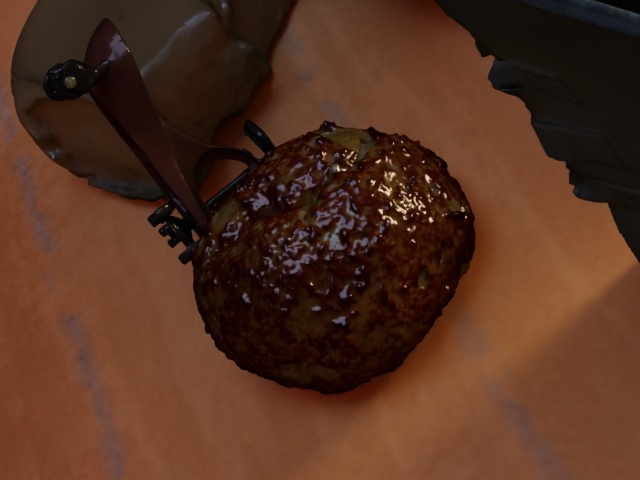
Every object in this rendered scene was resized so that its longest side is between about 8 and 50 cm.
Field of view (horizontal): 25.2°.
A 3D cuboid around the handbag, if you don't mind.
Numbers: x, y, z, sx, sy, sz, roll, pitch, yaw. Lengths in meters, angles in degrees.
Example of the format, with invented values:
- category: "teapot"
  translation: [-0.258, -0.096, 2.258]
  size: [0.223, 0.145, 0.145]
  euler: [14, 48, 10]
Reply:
- category: "handbag"
  translation: [0.135, -0.034, 0.511]
  size: [0.144, 0.221, 0.057]
  euler: [20, 74, 44]

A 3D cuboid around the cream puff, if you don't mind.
- category: "cream puff"
  translation: [0.000, 0.000, 0.695]
  size: [0.149, 0.084, 0.149]
  euler: [-19, 49, 24]

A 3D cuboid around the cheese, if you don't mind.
- category: "cheese"
  translation: [-0.098, -0.131, 0.867]
  size: [0.175, 0.091, 0.203]
  euler: [16, 70, 43]

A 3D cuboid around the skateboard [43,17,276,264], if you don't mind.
- category: "skateboard"
  translation: [-0.074, -0.052, 0.759]
  size: [0.080, 0.151, 0.067]
  euler: [-38, 14, -10]
